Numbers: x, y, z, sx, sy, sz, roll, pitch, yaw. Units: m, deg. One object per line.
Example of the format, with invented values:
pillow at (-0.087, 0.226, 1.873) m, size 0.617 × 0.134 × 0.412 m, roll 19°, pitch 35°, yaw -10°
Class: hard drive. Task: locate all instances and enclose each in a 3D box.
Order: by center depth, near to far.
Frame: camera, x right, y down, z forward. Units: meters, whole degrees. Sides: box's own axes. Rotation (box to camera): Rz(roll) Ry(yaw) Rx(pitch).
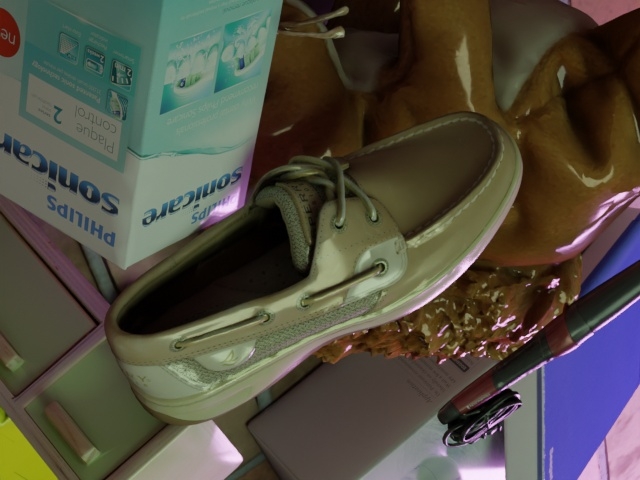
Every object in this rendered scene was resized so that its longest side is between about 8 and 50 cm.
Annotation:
hard drive at (0.266, 0.125, 1.622) m, size 0.319 × 0.040 × 0.210 m, roll -41°, pitch 134°, yaw -51°

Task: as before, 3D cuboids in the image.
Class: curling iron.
curling iron at (0.200, 0.073, 1.280) m, size 0.274 × 0.035 × 0.068 m, roll -42°, pitch 155°, yaw 13°

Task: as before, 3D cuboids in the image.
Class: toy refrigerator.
toy refrigerator at (-0.182, 0.083, 1.122) m, size 0.102 × 0.269 × 0.094 m, roll -41°, pitch 147°, yaw -8°

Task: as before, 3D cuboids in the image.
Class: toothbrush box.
toothbrush box at (-0.141, -0.167, 0.986) m, size 0.126 × 0.216 × 0.295 m, roll -30°, pitch 142°, yaw -47°

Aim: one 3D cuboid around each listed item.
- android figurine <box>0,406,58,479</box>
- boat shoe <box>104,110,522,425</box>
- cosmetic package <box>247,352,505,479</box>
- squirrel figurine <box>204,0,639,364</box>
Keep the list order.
android figurine at (-0.201, 0.152, 1.341) m, size 0.248 × 0.056 × 0.273 m, roll -45°, pitch 139°, yaw -4°
boat shoe at (0.000, 0.000, 1.023) m, size 0.302 × 0.109 × 0.098 m, roll -32°, pitch 143°, yaw -10°
cosmetic package at (0.081, 0.207, 1.581) m, size 0.225 × 0.138 × 0.224 m, roll -38°, pitch 140°, yaw -10°
squirrel figurine at (0.041, -0.047, 1.238) m, size 0.370 × 0.281 × 0.397 m, roll -11°, pitch 126°, yaw -29°
